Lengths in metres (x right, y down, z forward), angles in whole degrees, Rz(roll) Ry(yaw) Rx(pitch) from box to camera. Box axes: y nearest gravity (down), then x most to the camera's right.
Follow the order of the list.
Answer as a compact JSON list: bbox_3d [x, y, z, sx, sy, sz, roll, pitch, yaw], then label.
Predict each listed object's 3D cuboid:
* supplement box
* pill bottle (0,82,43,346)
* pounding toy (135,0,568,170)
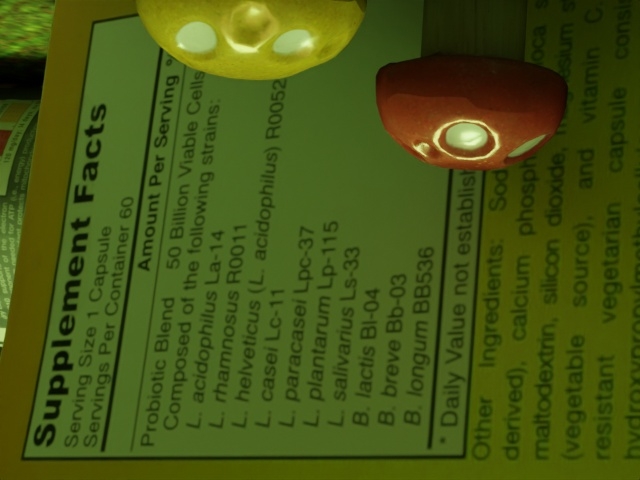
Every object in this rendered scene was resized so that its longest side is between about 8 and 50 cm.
[{"bbox_3d":[0.091,0.014,0.548,0.356,0.194,0.195,-4,159,30],"label":"supplement box"},{"bbox_3d":[-0.157,-0.014,0.964,0.278,0.162,0.162,4,174,23],"label":"pill bottle"},{"bbox_3d":[0.017,-0.081,0.385,0.183,0.110,0.237,4,174,-6],"label":"pounding toy"}]
